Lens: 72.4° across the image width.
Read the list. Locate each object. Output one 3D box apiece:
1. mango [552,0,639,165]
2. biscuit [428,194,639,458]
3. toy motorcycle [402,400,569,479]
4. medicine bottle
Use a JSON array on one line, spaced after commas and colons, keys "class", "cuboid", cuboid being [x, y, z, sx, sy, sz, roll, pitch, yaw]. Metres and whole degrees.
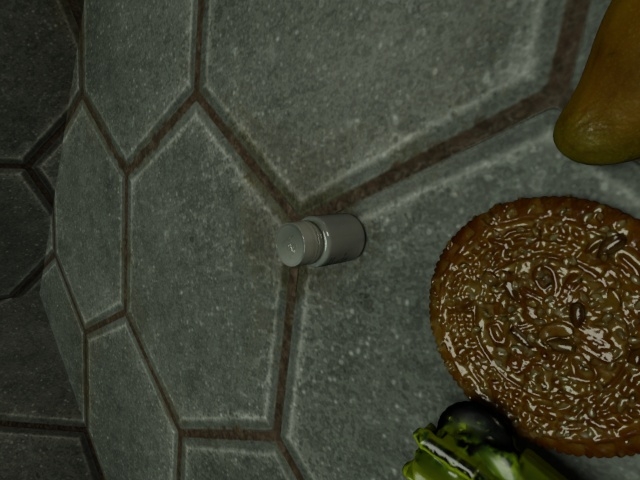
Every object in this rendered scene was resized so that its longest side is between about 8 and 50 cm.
[{"class": "mango", "cuboid": [0.303, -0.161, 0.381, 0.136, 0.099, 0.227, 46, 133, 26]}, {"class": "biscuit", "cuboid": [0.256, 0.096, 0.500, 0.305, 0.038, 0.305, 8, 101, 44]}, {"class": "toy motorcycle", "cuboid": [0.245, 0.344, 0.481, 0.342, 0.142, 0.206, 34, 98, 33]}, {"class": "medicine bottle", "cuboid": [0.000, 0.000, 0.676, 0.080, 0.130, 0.080, 7, 100, 45]}]
